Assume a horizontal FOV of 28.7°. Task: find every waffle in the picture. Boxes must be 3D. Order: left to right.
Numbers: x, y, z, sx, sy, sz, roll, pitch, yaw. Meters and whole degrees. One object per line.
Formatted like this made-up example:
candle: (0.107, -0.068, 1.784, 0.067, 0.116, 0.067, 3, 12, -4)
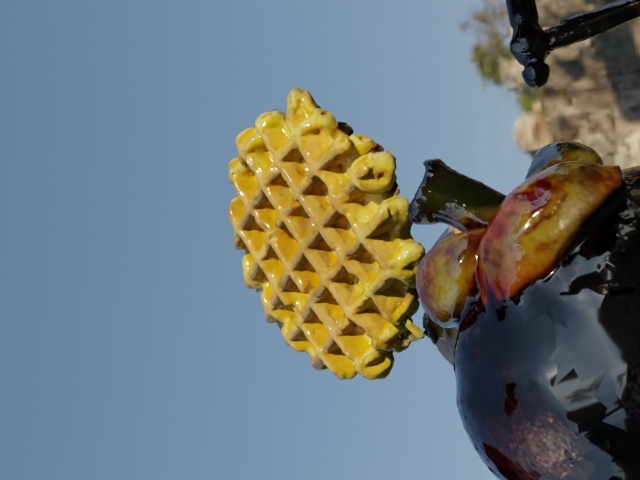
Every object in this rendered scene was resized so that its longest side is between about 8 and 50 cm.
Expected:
waffle: (0.000, 0.010, 1.320, 0.062, 0.329, 0.329, -22, -73, -36)

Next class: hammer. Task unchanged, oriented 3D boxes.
hammer: (0.199, -0.150, 0.762, 0.021, 0.178, 0.065, 26, -133, -64)

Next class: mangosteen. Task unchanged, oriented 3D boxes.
mangosteen: (0.150, 0.036, 0.700, 0.250, 0.211, 0.211, 44, -158, 12)

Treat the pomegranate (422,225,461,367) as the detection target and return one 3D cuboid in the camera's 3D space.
pomegranate: (0.213, 0.070, 1.484, 0.215, 0.215, 0.215, -6, -90, -66)
